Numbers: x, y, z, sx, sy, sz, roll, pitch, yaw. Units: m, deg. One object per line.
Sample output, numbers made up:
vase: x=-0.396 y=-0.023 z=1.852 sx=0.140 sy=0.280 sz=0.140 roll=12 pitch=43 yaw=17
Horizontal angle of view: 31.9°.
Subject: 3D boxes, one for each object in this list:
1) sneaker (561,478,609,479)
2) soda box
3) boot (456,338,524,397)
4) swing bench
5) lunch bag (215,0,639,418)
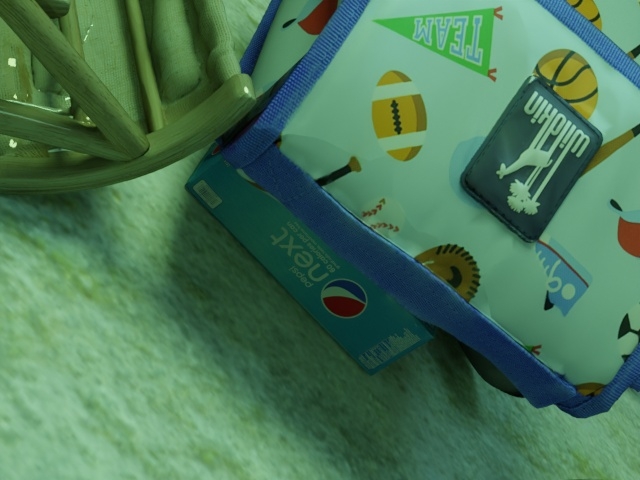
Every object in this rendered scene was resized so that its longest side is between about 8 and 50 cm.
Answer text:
sneaker: x=0.282 y=0.271 z=0.976 sx=0.299 sy=0.121 sz=0.112 roll=24 pitch=5 yaw=-31
soda box: x=0.000 y=0.000 z=0.849 sx=0.210 sy=0.067 sz=0.071 roll=47 pitch=29 yaw=-16
boot: x=0.072 y=-0.019 z=0.969 sx=0.222 sy=0.118 sz=0.338 roll=15 pitch=40 yaw=-42
swing bench: x=-0.192 y=-0.181 z=0.651 sx=0.254 sy=0.165 sz=0.253 roll=30 pitch=36 yaw=-48
lunch bag: x=0.122 y=-0.102 z=0.819 sx=0.328 sy=0.239 sz=0.385 roll=37 pitch=47 yaw=-17
